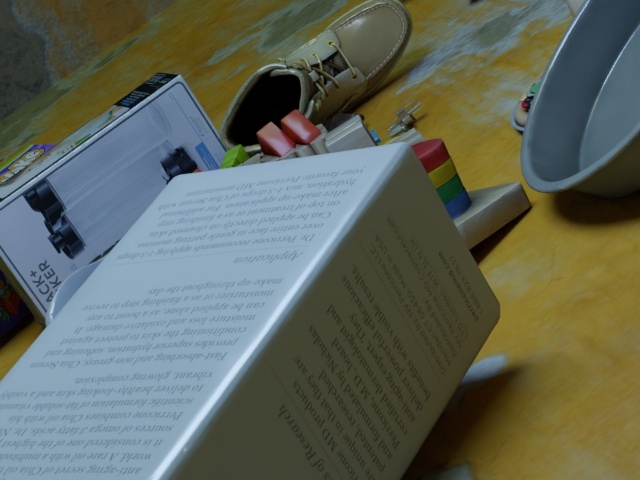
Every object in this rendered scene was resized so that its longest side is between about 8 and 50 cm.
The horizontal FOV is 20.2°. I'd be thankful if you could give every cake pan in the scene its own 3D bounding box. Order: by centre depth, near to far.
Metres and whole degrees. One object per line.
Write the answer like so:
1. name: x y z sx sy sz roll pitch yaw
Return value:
1. cake pan: 0.267 -0.153 1.434 0.293 0.054 0.293 -53 16 22

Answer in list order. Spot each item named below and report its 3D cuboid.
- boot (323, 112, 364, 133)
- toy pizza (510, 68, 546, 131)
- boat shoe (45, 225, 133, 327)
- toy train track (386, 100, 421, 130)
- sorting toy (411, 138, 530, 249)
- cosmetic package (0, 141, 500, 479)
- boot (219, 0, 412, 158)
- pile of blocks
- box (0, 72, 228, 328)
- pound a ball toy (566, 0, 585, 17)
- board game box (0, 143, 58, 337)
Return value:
1. boot: -0.001 -0.106 2.005 0.106 0.037 0.114 -17 22 9
2. toy pizza: 0.264 -0.168 1.695 0.201 0.032 0.201 -30 17 10
3. boat shoe: -0.226 0.047 1.939 0.076 0.080 0.228 -45 7 48
4. toy train track: 0.093 -0.133 1.952 0.048 0.014 0.083 -40 10 4
5. sorting toy: 0.000 0.000 1.535 0.255 0.089 0.257 -32 13 -36
6. cosmetic package: -0.093 0.142 1.151 0.230 0.161 0.453 -6 35 41
7. boot: -0.004 -0.188 2.054 0.262 0.095 0.203 -37 0 4
8. pile of blocks: -0.032 -0.079 1.856 0.362 0.112 0.149 -19 22 39
9. box: -0.242 -0.044 2.058 0.290 0.169 0.087 -36 19 -14
10. pound a ball toy: 0.387 -0.353 1.795 0.319 0.136 0.208 -41 18 -33
11. board game box: -0.389 -0.002 2.252 0.233 0.078 0.347 1 34 41
